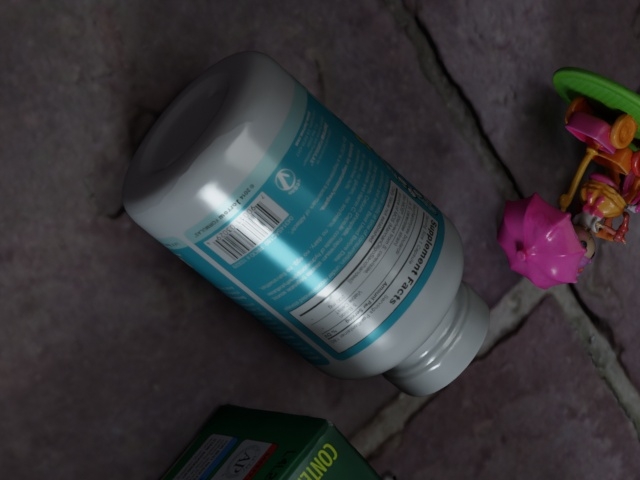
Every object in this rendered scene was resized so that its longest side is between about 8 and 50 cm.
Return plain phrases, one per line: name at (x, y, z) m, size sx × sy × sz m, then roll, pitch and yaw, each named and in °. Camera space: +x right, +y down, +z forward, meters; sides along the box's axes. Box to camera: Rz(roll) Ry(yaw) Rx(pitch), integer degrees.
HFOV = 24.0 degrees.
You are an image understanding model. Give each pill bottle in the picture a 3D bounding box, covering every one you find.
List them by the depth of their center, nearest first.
pill bottle at (0.000, 0.000, 1.063) m, size 0.264 × 0.146 × 0.146 m, roll 41°, pitch 68°, yaw -24°

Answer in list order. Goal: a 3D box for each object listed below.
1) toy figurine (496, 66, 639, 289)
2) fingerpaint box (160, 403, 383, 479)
toy figurine at (0.214, -0.030, 1.235) m, size 0.159 × 0.130 × 0.173 m, roll -56°, pitch 140°, yaw -6°
fingerpaint box at (-0.053, 0.398, 1.002) m, size 0.445 × 0.163 × 0.371 m, roll -48°, pitch 112°, yaw -24°
